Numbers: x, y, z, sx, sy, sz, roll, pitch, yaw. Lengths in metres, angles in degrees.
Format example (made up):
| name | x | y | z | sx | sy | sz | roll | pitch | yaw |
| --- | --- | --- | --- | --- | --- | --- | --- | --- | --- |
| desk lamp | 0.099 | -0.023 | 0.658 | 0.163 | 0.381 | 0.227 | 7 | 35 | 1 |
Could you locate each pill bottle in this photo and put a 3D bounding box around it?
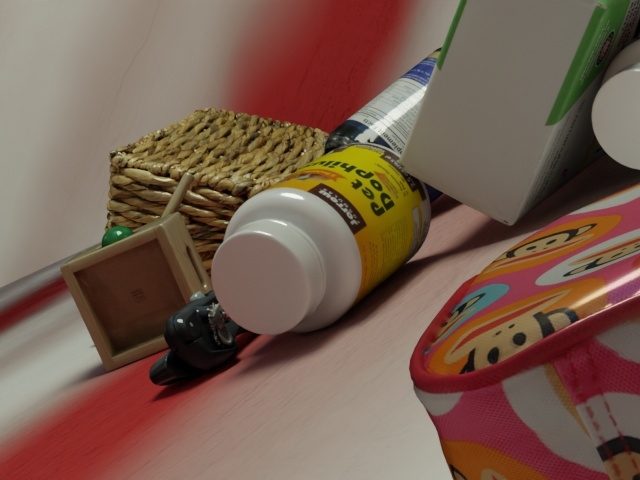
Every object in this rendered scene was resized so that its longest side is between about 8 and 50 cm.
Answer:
| name | x | y | z | sx | sy | sz | roll | pitch | yaw |
| --- | --- | --- | --- | --- | --- | --- | --- | --- | --- |
| pill bottle | 0.000 | 0.000 | 1.138 | 0.117 | 0.117 | 0.215 | -19 | 9 | 31 |
| pill bottle | 0.083 | -0.091 | 1.448 | 0.219 | 0.122 | 0.123 | -39 | 11 | -15 |
| pill bottle | 0.289 | -0.121 | 1.140 | 0.108 | 0.108 | 0.193 | -18 | 9 | 36 |

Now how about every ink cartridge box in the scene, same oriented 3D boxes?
| name | x | y | z | sx | sy | sz | roll | pitch | yaw |
| --- | --- | --- | --- | --- | --- | --- | --- | --- | --- |
| ink cartridge box | 0.202 | -0.156 | 1.220 | 0.278 | 0.117 | 0.201 | -31 | -34 | -57 |

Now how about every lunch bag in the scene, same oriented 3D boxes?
| name | x | y | z | sx | sy | sz | roll | pitch | yaw |
| --- | --- | --- | --- | --- | --- | --- | --- | --- | --- |
| lunch bag | 0.186 | 0.010 | 0.471 | 0.293 | 0.120 | 0.258 | -22 | 7 | 18 |

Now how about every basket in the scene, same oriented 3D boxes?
| name | x | y | z | sx | sy | sz | roll | pitch | yaw |
| --- | --- | --- | --- | --- | --- | --- | --- | --- | --- |
| basket | -0.102 | -0.007 | 1.612 | 0.214 | 0.223 | 0.299 | 13 | 18 | 14 |

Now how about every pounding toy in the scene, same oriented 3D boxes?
| name | x | y | z | sx | sy | sz | roll | pitch | yaw |
| --- | --- | --- | --- | --- | --- | --- | --- | --- | --- |
| pounding toy | -0.164 | 0.028 | 1.359 | 0.130 | 0.141 | 0.100 | -22 | 7 | 11 |

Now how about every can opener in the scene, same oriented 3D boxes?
| name | x | y | z | sx | sy | sz | roll | pitch | yaw |
| --- | --- | --- | --- | --- | --- | --- | --- | --- | --- |
| can opener | -0.082 | 0.063 | 1.173 | 0.073 | 0.059 | 0.186 | -20 | 8 | 27 |
